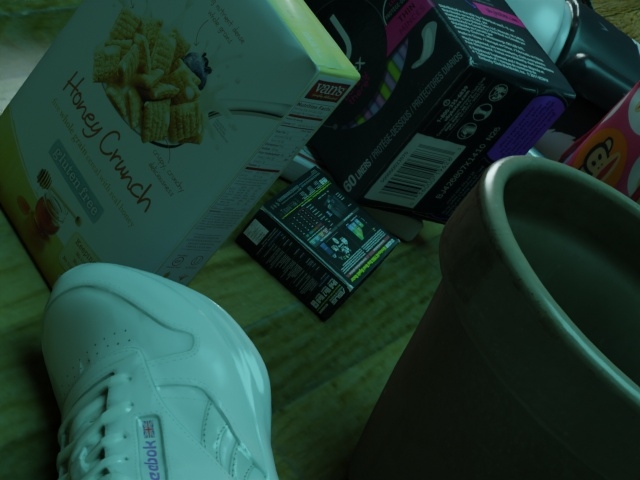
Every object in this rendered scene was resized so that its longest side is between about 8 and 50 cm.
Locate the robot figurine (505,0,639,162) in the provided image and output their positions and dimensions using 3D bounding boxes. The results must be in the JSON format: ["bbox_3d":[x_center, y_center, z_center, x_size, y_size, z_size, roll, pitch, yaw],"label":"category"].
[{"bbox_3d":[0.247,-0.143,1.662,0.278,0.209,0.173,32,44,-18],"label":"robot figurine"}]

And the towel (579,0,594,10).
[{"bbox_3d":[0.256,-0.318,1.882,0.271,0.040,0.370,49,15,-46],"label":"towel"}]

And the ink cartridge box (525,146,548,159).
[{"bbox_3d":[0.129,-0.105,1.537,0.181,0.061,0.104,40,9,-2],"label":"ink cartridge box"}]

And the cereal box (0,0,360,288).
[{"bbox_3d":[-0.102,-0.075,0.999,0.047,0.240,0.173,4,43,-51],"label":"cereal box"}]

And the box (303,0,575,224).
[{"bbox_3d":[0.060,-0.167,1.388,0.143,0.165,0.270,12,37,-45],"label":"box"}]

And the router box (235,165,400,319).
[{"bbox_3d":[0.000,0.000,1.249,0.092,0.038,0.122,42,26,4],"label":"router box"}]

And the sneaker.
[{"bbox_3d":[-0.087,0.124,0.849,0.152,0.114,0.305,11,38,-47],"label":"sneaker"}]

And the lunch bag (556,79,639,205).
[{"bbox_3d":[0.316,-0.002,1.384,0.258,0.293,0.120,26,30,-29],"label":"lunch bag"}]

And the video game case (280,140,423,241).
[{"bbox_3d":[-0.017,-0.131,1.449,0.204,0.025,0.285,26,29,-26],"label":"video game case"}]

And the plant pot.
[{"bbox_3d":[0.138,0.114,1.034,0.263,0.229,0.263,32,27,-18],"label":"plant pot"}]
